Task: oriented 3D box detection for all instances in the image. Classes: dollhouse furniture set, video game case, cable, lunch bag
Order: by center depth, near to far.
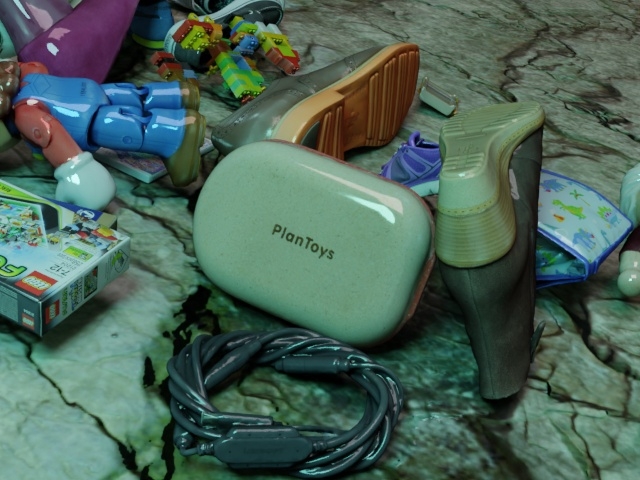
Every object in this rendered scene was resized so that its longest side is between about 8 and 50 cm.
[{"bbox_3d":[-0.026,0.121,0.698,0.184,0.047,0.150,-1,29,-13],"label":"cable"},{"bbox_3d":[0.230,-0.011,0.923,0.151,0.096,0.129,17,33,32],"label":"lunch bag"},{"bbox_3d":[-0.192,-0.106,1.029,0.087,0.011,0.122,25,35,21],"label":"video game case"},{"bbox_3d":[0.121,-0.211,1.280,0.151,0.058,0.076,31,25,-4],"label":"dollhouse furniture set"}]

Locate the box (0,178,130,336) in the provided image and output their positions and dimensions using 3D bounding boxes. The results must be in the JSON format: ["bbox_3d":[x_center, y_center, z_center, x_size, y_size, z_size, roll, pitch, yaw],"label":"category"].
[{"bbox_3d":[-0.277,-0.002,0.749,0.207,0.036,0.114,22,36,16],"label":"box"}]

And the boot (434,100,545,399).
[{"bbox_3d":[0.160,-0.004,0.807,0.090,0.207,0.248,-3,24,25],"label":"boot"}]

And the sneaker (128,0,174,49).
[{"bbox_3d":[-0.286,-0.359,1.337,0.069,0.082,0.209,-21,42,-37],"label":"sneaker"}]

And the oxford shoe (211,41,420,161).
[{"bbox_3d":[0.011,-0.177,1.099,0.132,0.130,0.363,20,32,25],"label":"oxford shoe"}]

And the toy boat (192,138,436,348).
[{"bbox_3d":[0.000,0.000,0.831,0.231,0.151,0.151,23,4,18],"label":"toy boat"}]

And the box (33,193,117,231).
[{"bbox_3d":[-0.317,-0.005,0.811,0.225,0.036,0.136,13,32,6],"label":"box"}]

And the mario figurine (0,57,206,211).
[{"bbox_3d":[-0.293,-0.112,0.936,0.320,0.170,0.198,6,0,-18],"label":"mario figurine"}]

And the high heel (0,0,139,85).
[{"bbox_3d":[-0.254,-0.295,1.183,0.127,0.181,0.377,-22,12,46],"label":"high heel"}]

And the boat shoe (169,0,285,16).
[{"bbox_3d":[-0.171,-0.396,1.429,0.227,0.079,0.081,15,28,1],"label":"boat shoe"}]

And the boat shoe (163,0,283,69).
[{"bbox_3d":[-0.121,-0.301,1.299,0.076,0.080,0.228,35,40,23],"label":"boat shoe"}]

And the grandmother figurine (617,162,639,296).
[{"bbox_3d":[0.403,0.026,0.921,0.207,0.104,0.342,12,33,-15],"label":"grandmother figurine"}]

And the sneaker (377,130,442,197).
[{"bbox_3d":[0.095,-0.078,0.963,0.170,0.071,0.068,-17,6,33],"label":"sneaker"}]

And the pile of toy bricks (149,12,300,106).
[{"bbox_3d":[-0.114,-0.223,1.176,0.105,0.118,0.212,56,29,13],"label":"pile of toy bricks"}]

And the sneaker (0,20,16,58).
[{"bbox_3d":[-0.508,-0.297,1.161,0.330,0.122,0.146,34,20,34],"label":"sneaker"}]
